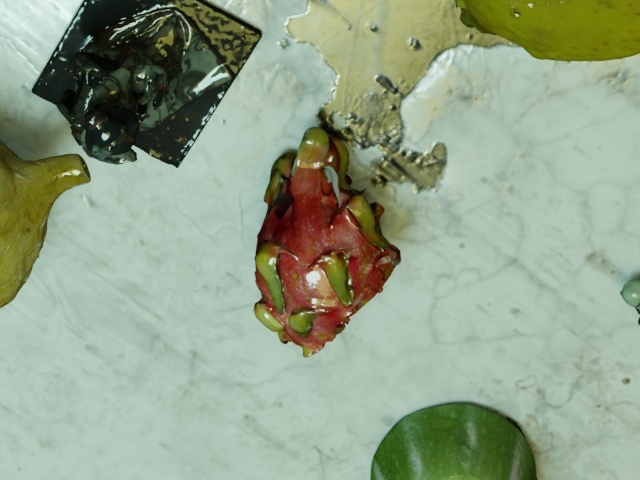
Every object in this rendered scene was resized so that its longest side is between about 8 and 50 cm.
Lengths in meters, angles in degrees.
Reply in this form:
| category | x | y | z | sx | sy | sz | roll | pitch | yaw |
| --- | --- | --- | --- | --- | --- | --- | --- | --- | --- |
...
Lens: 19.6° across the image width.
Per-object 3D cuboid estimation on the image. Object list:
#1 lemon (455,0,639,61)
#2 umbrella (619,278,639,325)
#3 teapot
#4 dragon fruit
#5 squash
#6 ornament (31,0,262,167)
| category | x | y | z | sx | sy | sz | roll | pitch | yaw |
| --- | --- | --- | --- | --- | --- | --- | --- | --- | --- |
| lemon | 0.230 | -0.273 | 1.487 | 0.310 | 0.253 | 0.253 | -34 | 113 | 26 |
| umbrella | 0.351 | 0.069 | 1.763 | 0.143 | 0.062 | 0.067 | 19 | 143 | -13 |
| teapot | -0.347 | -0.040 | 1.621 | 0.311 | 0.167 | 0.203 | -2 | 142 | 19 |
| dragon fruit | 0.000 | 0.000 | 1.675 | 0.150 | 0.133 | 0.207 | -7 | 101 | -29 |
| squash | 0.133 | 0.251 | 1.806 | 0.170 | 0.123 | 0.170 | 0 | 110 | -1 |
| ornament | -0.155 | -0.112 | 1.568 | 0.153 | 0.196 | 0.166 | 28 | 112 | -14 |
